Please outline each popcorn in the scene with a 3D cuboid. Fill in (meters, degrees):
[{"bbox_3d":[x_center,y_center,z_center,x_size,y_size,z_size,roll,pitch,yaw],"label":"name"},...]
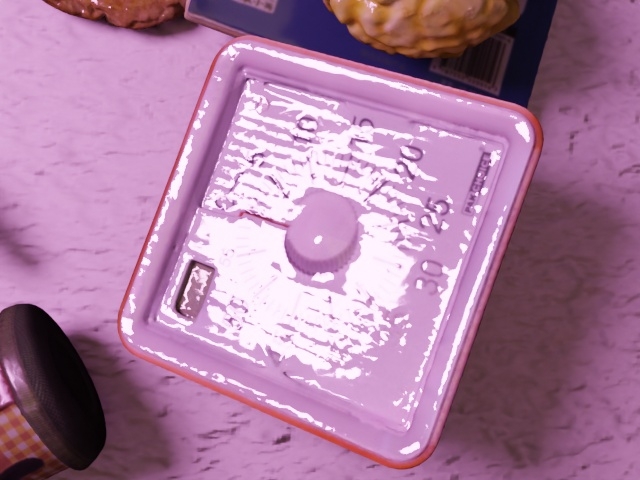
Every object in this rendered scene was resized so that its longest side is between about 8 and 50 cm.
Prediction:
[{"bbox_3d":[0.073,-0.215,0.550,0.173,0.142,0.173,6,61,-11],"label":"popcorn"}]

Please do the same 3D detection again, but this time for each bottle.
[{"bbox_3d":[-0.306,0.161,0.570,0.271,0.143,0.156,-27,130,-7],"label":"bottle"}]

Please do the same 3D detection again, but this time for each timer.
[{"bbox_3d":[0.000,0.000,0.588,0.250,0.161,0.257,20,88,4],"label":"timer"}]

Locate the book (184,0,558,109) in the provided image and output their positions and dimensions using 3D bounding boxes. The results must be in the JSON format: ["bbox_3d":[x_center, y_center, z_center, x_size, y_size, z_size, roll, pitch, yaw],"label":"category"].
[{"bbox_3d":[0.090,-0.335,0.638,0.300,0.039,0.428,18,87,-12],"label":"book"}]

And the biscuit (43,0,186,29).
[{"bbox_3d":[-0.168,-0.284,0.632,0.226,0.042,0.226,0,91,-4],"label":"biscuit"}]
